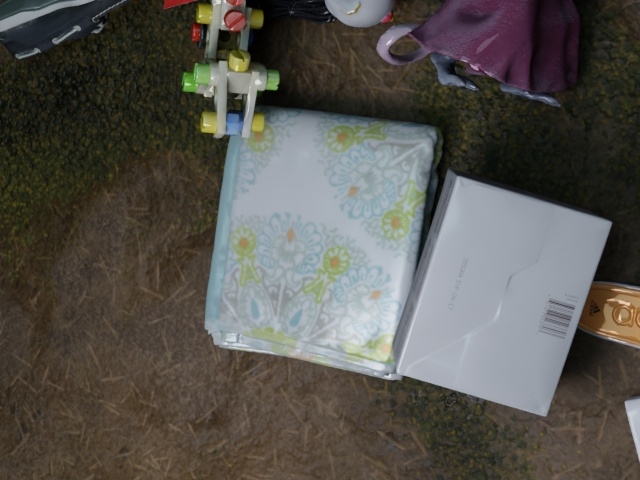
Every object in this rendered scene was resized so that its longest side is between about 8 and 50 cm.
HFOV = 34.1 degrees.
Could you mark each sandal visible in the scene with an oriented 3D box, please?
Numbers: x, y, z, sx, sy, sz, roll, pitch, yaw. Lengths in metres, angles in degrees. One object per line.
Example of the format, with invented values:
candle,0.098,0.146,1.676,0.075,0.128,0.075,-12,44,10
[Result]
sandal,0.442,0.110,1.337,0.265,0.076,0.102,7,94,24

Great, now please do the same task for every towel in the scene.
towel,0.000,0.000,1.531,0.320,0.090,0.375,10,95,21

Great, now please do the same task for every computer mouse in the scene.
computer mouse,-0.033,-0.451,1.558,0.184,0.060,0.262,3,95,31

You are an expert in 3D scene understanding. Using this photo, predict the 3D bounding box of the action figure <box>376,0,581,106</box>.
action figure,0.272,-0.370,1.338,0.275,0.248,0.370,21,106,30

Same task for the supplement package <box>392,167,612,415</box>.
supplement package,0.229,0.062,1.360,0.204,0.145,0.262,17,99,-1

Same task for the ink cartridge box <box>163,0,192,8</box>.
ink cartridge box,-0.182,-0.445,1.431,0.181,0.056,0.225,3,88,51

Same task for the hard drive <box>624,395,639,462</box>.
hard drive,0.584,0.277,1.292,0.353,0.047,0.233,-16,84,24

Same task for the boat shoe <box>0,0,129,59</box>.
boat shoe,-0.399,-0.376,1.702,0.302,0.091,0.114,-10,43,25

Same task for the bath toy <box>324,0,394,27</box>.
bath toy,0.156,-0.421,1.431,0.348,0.129,0.151,-41,77,18

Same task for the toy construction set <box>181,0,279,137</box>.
toy construction set,-0.111,-0.317,1.473,0.151,0.215,0.328,17,105,-20
